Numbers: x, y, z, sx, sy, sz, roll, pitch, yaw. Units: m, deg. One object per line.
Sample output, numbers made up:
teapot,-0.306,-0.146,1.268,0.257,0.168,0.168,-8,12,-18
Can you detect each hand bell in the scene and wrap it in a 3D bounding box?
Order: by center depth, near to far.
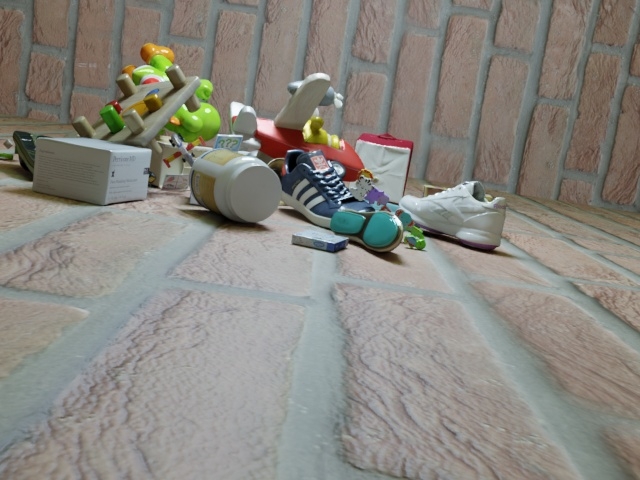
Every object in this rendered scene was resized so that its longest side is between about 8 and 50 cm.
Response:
hand bell,-0.176,-0.157,2.068,0.126,0.126,0.242,1,-1,-38

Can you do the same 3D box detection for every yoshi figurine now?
yoshi figurine,-0.407,-0.392,2.110,0.203,0.204,0.362,-23,55,-22

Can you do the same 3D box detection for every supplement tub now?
supplement tub,-0.186,-0.118,1.616,0.144,0.144,0.199,2,12,-34

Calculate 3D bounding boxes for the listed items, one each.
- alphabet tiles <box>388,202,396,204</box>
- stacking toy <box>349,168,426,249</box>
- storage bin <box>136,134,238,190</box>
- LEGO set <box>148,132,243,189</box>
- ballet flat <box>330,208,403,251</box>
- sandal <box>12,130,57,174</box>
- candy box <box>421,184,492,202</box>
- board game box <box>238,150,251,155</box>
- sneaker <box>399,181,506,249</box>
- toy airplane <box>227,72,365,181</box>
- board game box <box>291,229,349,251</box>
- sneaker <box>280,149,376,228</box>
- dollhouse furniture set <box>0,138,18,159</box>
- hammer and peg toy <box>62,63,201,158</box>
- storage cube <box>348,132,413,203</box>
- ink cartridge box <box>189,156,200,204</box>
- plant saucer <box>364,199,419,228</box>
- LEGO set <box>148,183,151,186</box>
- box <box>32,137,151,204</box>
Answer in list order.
alphabet tiles,0.094,-0.146,2.439,0.285,0.011,0.342,13,10,24
stacking toy,0.160,-0.072,1.676,0.221,0.052,0.167,43,13,-1
storage bin,-0.404,-0.222,2.086,0.260,0.123,0.262,-1,13,-44
LEGO set,-0.322,-0.188,1.897,0.244,0.182,0.060,-2,42,-35
ballet flat,0.113,-0.018,1.531,0.086,0.086,0.248,3,10,-30
sandal,-0.702,-0.200,1.838,0.120,0.086,0.303,10,23,-29
candy box,0.367,-0.085,2.036,0.186,0.109,0.053,10,10,1
board game box,-0.122,-0.234,2.449,0.305,0.053,0.193,7,-7,3
sneaker,0.329,-0.081,1.820,0.305,0.152,0.114,22,10,42
toy airplane,-0.091,-0.312,2.164,0.386,0.384,0.272,-4,48,24
board game box,0.000,0.000,1.465,0.090,0.020,0.090,13,11,19
sneaker,0.008,-0.133,1.778,0.131,0.148,0.350,-12,24,-34
dollhouse furniture set,-0.882,-0.262,2.025,0.151,0.076,0.058,10,9,0
hammer and peg toy,-0.487,-0.315,1.841,0.361,0.127,0.266,1,45,36
storage cube,0.199,-0.241,2.445,0.183,0.215,0.193,11,16,6
ink cartridge box,-0.281,-0.147,1.819,0.060,0.104,0.180,7,9,-7
plant saucer,0.111,-0.080,1.978,0.317,0.044,0.317,8,9,-1
LEGO set,-0.463,-0.152,1.918,0.054,0.023,0.083,3,11,-30
box,-0.496,-0.155,1.623,0.181,0.119,0.181,11,10,15
